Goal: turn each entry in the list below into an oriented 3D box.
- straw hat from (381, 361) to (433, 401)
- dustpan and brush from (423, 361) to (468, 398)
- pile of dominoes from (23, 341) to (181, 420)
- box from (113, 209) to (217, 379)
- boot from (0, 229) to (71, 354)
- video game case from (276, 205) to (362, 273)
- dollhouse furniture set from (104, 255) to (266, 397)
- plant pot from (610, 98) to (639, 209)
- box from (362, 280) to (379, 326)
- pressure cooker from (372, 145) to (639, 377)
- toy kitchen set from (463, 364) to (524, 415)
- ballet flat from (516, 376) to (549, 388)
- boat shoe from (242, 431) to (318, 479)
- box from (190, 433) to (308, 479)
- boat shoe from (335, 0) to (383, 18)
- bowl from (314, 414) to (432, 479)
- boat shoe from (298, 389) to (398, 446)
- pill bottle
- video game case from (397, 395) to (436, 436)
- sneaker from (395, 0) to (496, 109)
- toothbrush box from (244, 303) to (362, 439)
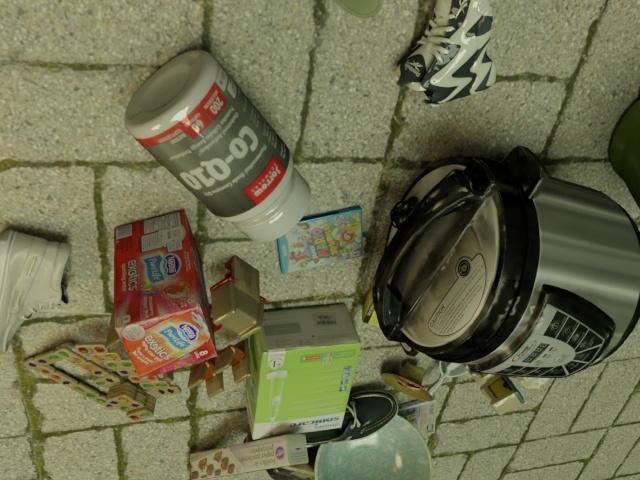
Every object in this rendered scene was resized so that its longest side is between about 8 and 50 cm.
[{"bbox_3d":[0.219,0.327,1.515,0.144,0.144,0.061,46,61,-39],"label":"straw hat"},{"bbox_3d":[0.317,0.302,1.532,0.147,0.060,0.211,30,113,-35],"label":"dustpan and brush"},{"bbox_3d":[-0.422,0.282,1.233,0.195,0.040,0.251,-21,135,26],"label":"pile of dominoes"},{"bbox_3d":[-0.255,0.080,1.026,0.128,0.257,0.123,-16,129,-7],"label":"box"},{"bbox_3d":[-0.495,0.106,1.070,0.123,0.095,0.258,12,122,-19],"label":"boot"},{"bbox_3d":[0.000,0.000,1.211,0.166,0.015,0.119,-12,130,-9],"label":"video game case"},{"bbox_3d":[-0.229,0.157,1.211,0.259,0.135,0.262,-33,131,23],"label":"dollhouse furniture set"},{"bbox_3d":[0.734,-0.120,1.144,0.366,0.353,0.367,-9,130,-11],"label":"plant pot"},{"bbox_3d":[0.210,0.160,1.334,0.232,0.058,0.087,17,122,-5],"label":"box"},{"bbox_3d":[0.302,0.048,1.128,0.420,0.375,0.370,12,82,-26],"label":"pressure cooker"},{"bbox_3d":[0.369,0.249,1.401,0.122,0.166,0.207,-37,113,6],"label":"toy kitchen set"},{"bbox_3d":[0.534,0.131,1.389,0.409,0.147,0.147,-51,129,-5],"label":"ballet flat"},{"bbox_3d":[-0.094,0.551,1.566,0.092,0.103,0.285,-45,134,12],"label":"boat shoe"},{"bbox_3d":[-0.168,0.491,1.423,0.324,0.063,0.067,-23,156,36],"label":"box"},{"bbox_3d":[0.006,-0.403,0.857,0.081,0.069,0.227,-15,140,42],"label":"boat shoe"},{"bbox_3d":[0.125,0.571,1.594,0.289,0.290,0.156,-15,169,-7],"label":"bowl"},{"bbox_3d":[0.043,0.428,1.492,0.302,0.114,0.091,-19,162,-6],"label":"boat shoe"},{"bbox_3d":[-0.142,-0.131,0.960,0.161,0.161,0.283,-34,130,10],"label":"pill bottle"},{"bbox_3d":[0.238,0.482,1.679,0.143,0.019,0.157,-13,131,-8],"label":"video game case"},{"bbox_3d":[0.179,-0.303,0.975,0.153,0.094,0.235,-31,141,-5],"label":"sneaker"},{"bbox_3d":[-0.046,0.284,1.353,0.206,0.122,0.283,-4,128,-16],"label":"toothbrush box"}]
